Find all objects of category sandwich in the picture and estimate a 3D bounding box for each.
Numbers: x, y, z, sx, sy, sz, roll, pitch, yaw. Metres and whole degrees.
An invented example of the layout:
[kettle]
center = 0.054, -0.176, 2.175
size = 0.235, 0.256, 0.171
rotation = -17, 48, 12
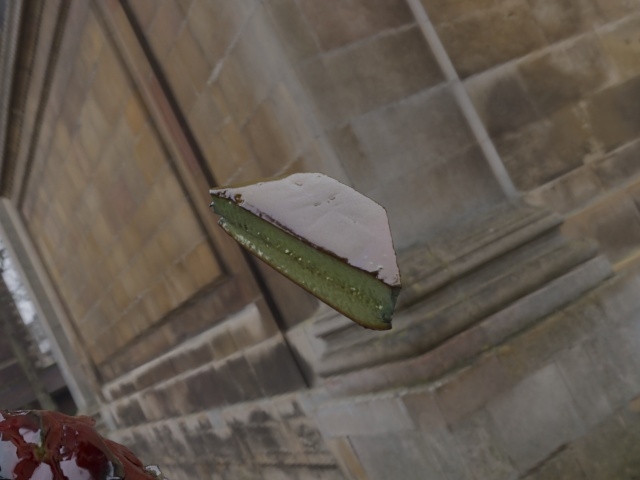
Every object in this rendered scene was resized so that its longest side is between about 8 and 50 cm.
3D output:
[sandwich]
center = 0.000, 0.000, 0.902
size = 0.096, 0.258, 0.094
rotation = -34, -38, -35

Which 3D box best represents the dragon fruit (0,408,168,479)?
[dragon fruit]
center = -0.284, 0.300, 0.775
size = 0.329, 0.329, 0.329
rotation = -26, -3, -1
